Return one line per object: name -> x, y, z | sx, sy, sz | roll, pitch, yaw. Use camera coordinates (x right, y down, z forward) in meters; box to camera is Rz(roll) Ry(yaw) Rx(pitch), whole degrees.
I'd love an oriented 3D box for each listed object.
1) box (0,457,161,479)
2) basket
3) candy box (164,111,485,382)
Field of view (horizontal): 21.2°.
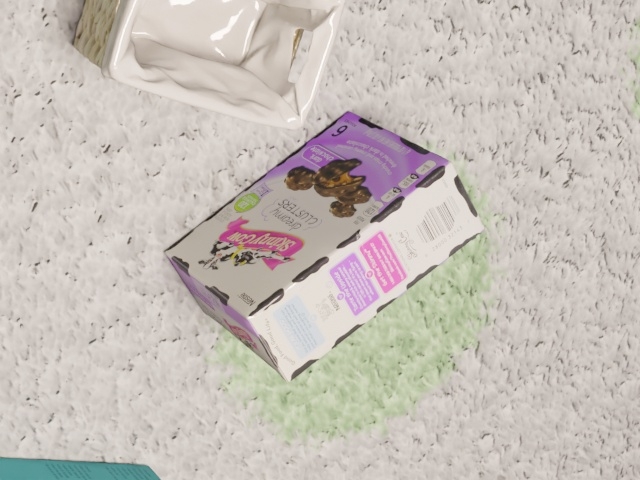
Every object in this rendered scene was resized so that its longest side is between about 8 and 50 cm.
box -> -0.244, 0.225, 1.339 | 0.244, 0.060, 0.100 | 8, 104, -31
basket -> -0.086, -0.161, 1.261 | 0.167, 0.103, 0.113 | 14, 101, -33
candy box -> 0.000, 0.000, 1.329 | 0.196, 0.165, 0.070 | -38, 121, -12
